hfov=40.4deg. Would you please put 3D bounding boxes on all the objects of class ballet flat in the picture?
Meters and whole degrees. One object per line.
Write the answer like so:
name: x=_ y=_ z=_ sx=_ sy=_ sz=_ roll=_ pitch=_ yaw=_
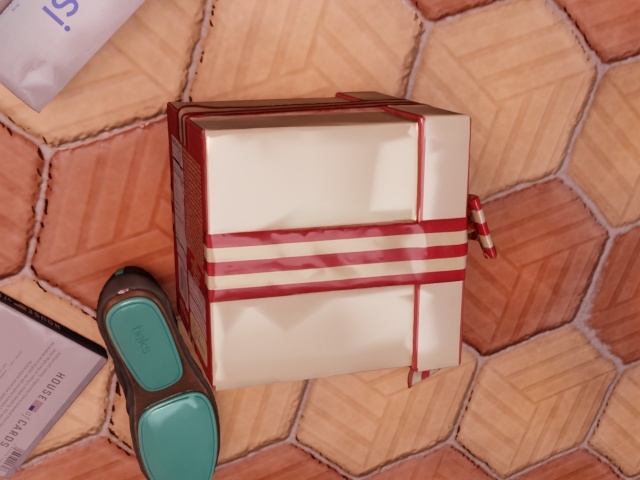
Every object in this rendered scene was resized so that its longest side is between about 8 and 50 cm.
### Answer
ballet flat: x=-0.166 y=0.145 z=0.917 sx=0.095 sy=0.096 sz=0.280 roll=-14 pitch=119 yaw=-11

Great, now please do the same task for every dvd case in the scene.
dvd case: x=-0.365 y=0.127 z=0.875 sx=0.239 sy=0.029 sz=0.179 roll=36 pitch=99 yaw=-31

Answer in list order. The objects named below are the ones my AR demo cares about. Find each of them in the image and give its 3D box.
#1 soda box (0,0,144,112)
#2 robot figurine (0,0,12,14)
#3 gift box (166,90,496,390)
soda box: x=-0.177 y=-0.247 z=0.723 sx=0.286 sy=0.091 sz=0.098 roll=-46 pitch=120 yaw=5
robot figurine: x=-0.308 y=-0.273 z=0.598 sx=0.300 sy=0.200 sz=0.353 roll=44 pitch=96 yaw=9
gift box: x=0.000 y=0.000 z=0.822 sx=0.258 sy=0.255 sz=0.276 roll=-6 pitch=111 yaw=-16
